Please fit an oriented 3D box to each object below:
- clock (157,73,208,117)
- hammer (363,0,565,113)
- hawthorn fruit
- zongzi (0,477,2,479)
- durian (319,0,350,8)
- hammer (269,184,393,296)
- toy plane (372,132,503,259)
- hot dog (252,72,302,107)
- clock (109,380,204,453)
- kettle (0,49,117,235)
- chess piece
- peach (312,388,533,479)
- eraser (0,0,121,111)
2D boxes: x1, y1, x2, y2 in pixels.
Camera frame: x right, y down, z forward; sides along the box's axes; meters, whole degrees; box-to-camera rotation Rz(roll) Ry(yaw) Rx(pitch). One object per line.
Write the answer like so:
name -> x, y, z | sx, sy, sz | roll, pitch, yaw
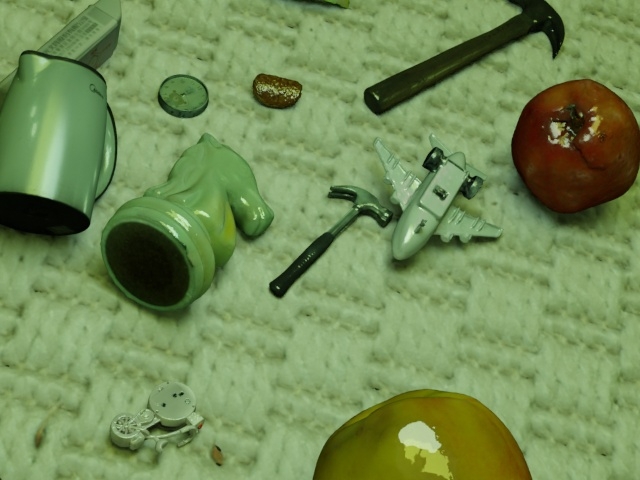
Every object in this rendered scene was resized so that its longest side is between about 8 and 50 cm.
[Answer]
clock -> -0.222, -0.236, 2.125 | 0.085, 0.017, 0.085 | 6, 53, -9
hammer -> 0.250, -0.326, 2.285 | 0.440, 0.044, 0.168 | -29, 64, -28
hawthorn fruit -> 0.401, -0.163, 2.052 | 0.211, 0.299, 0.211 | -4, 71, 11
zongzi -> -0.547, 0.391, 1.523 | 0.289, 0.154, 0.317 | 15, 58, 8
durian -> -0.103, -0.518, 2.280 | 0.352, 0.158, 0.169 | 11, 65, -10
hammer -> 0.000, 0.000, 2.000 | 0.103, 0.029, 0.246 | 38, 57, 15
toy plane -> 0.174, -0.065, 2.029 | 0.251, 0.101, 0.255 | 36, 49, -3
hot dog -> -0.072, -0.249, 2.158 | 0.083, 0.035, 0.058 | 12, 53, -4
clock -> -0.220, 0.244, 1.762 | 0.129, 0.041, 0.087 | -27, 61, -33
kettle -> -0.380, -0.134, 1.914 | 0.161, 0.221, 0.236 | -7, 66, 31
chess piece -> -0.178, -0.038, 1.928 | 0.175, 0.176, 0.298 | 29, 41, 9
peach -> 0.124, 0.348, 1.630 | 0.289, 0.289, 0.308 | -13, 86, -21
eraser -> -0.414, -0.270, 2.062 | 0.061, 0.089, 0.352 | 34, 54, 8
